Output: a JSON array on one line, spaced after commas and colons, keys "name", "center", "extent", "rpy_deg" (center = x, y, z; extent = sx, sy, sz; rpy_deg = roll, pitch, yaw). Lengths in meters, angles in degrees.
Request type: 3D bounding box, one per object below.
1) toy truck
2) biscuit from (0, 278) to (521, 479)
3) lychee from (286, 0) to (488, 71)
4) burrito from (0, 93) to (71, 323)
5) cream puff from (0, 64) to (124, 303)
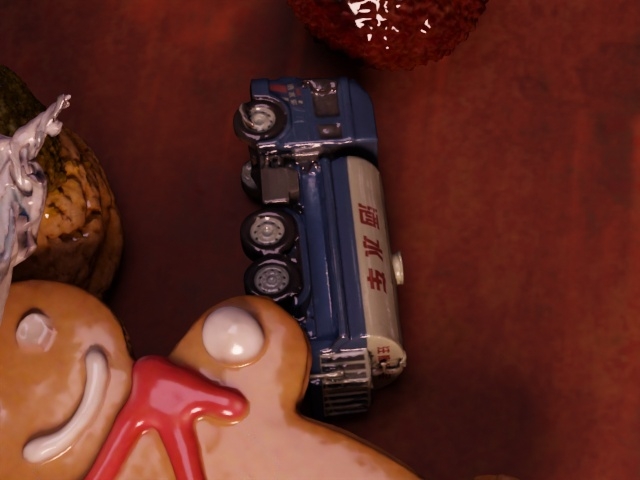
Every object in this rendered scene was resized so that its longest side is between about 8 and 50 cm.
[{"name": "toy truck", "center": [0.000, 0.000, 1.098], "extent": [0.088, 0.074, 0.202], "rpy_deg": [-6, 57, 1]}, {"name": "biscuit", "center": [-0.064, 0.132, 0.990], "extent": [0.339, 0.047, 0.216], "rpy_deg": [35, 82, 17]}, {"name": "lychee", "center": [0.035, -0.163, 1.173], "extent": [0.123, 0.123, 0.129], "rpy_deg": [-43, 52, -17]}, {"name": "burrito", "center": [-0.284, 0.080, 0.996], "extent": [0.445, 0.139, 0.101], "rpy_deg": [-36, 28, 7]}, {"name": "cream puff", "center": [-0.211, -0.031, 1.099], "extent": [0.183, 0.169, 0.183], "rpy_deg": [-5, 58, 8]}]
